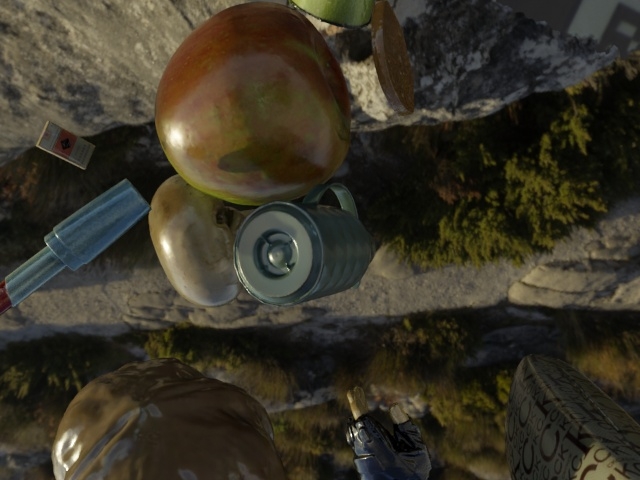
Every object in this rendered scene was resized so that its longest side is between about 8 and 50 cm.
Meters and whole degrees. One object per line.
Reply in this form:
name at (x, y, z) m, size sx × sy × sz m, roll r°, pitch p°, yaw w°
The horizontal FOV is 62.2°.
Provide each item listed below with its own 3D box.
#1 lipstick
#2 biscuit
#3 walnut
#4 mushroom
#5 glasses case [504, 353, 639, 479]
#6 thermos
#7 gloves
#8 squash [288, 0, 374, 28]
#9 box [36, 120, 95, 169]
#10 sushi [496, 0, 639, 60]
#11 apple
lipstick at (-0.368, 0.018, 0.752) m, size 0.274 × 0.061 × 0.068 m, roll -40°, pitch 119°, yaw -10°
biscuit at (0.137, -0.337, 1.008) m, size 0.029 × 0.142 × 0.221 m, roll -4°, pitch 124°, yaw 29°
walnut at (-0.150, 0.253, 0.537) m, size 0.227 × 0.273 × 0.273 m, roll -4°, pitch 138°, yaw -15°
mushroom at (-0.204, -0.021, 1.125) m, size 0.290 × 0.292 × 0.292 m, roll -20°, pitch 139°, yaw -14°
glasses case at (0.230, 0.205, 0.487) m, size 0.085 × 0.354 × 0.137 m, roll 10°, pitch 95°, yaw 8°
thermos at (0.000, 0.000, 0.825) m, size 0.145 × 0.182 × 0.286 m, roll -2°, pitch -178°, yaw 26°
gloves at (0.103, 0.356, 0.939) m, size 0.164 × 0.124 × 0.203 m, roll -40°, pitch 95°, yaw 28°
squash at (0.030, -0.598, 1.244) m, size 0.220 × 0.220 × 0.133 m, roll 6°, pitch 137°, yaw -7°
box at (-0.418, -0.156, 0.872) m, size 0.012 × 0.046 × 0.083 m, roll 7°, pitch 164°, yaw 39°
sushi at (0.229, -0.203, 0.205) m, size 0.373 × 0.100 × 0.296 m, roll 17°, pitch 109°, yaw -19°
apple at (-0.112, -0.223, 0.909) m, size 0.339 × 0.339 × 0.339 m, roll 0°, pitch 137°, yaw 0°
